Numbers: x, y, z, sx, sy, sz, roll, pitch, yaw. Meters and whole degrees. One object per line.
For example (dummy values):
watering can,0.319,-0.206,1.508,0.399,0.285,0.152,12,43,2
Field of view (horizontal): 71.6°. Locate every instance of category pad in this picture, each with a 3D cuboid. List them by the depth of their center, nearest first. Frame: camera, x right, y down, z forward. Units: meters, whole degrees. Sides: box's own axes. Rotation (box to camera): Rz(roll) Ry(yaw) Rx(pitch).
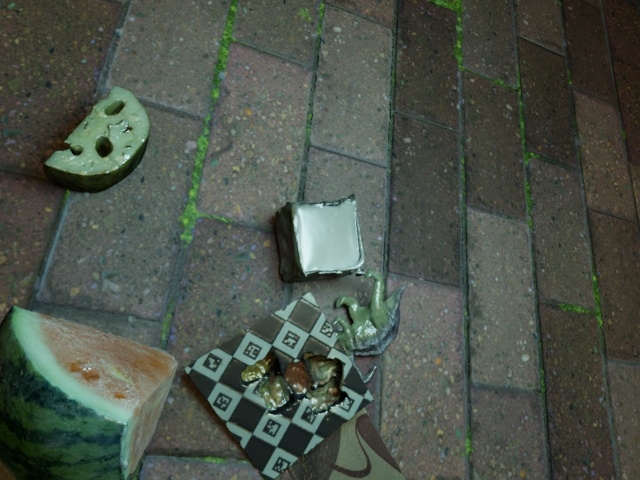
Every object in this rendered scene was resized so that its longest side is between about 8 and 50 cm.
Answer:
pad,0.092,0.556,0.953,0.220,0.004,0.330,-29,85,-27

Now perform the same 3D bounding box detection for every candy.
candy,0.000,0.000,1.024,0.184,0.137,0.195,-5,76,-23

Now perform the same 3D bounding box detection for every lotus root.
lotus root,-0.446,-0.193,0.918,0.138,0.119,0.235,36,62,-7

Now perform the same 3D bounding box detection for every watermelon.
watermelon,-0.378,0.233,0.723,0.282,0.251,0.293,11,42,21

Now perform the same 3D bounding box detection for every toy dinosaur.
toy dinosaur,0.102,0.200,1.035,0.162,0.077,0.294,38,82,-16

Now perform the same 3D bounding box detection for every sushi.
sushi,-0.078,0.299,0.934,0.292,0.059,0.294,-32,96,-12
